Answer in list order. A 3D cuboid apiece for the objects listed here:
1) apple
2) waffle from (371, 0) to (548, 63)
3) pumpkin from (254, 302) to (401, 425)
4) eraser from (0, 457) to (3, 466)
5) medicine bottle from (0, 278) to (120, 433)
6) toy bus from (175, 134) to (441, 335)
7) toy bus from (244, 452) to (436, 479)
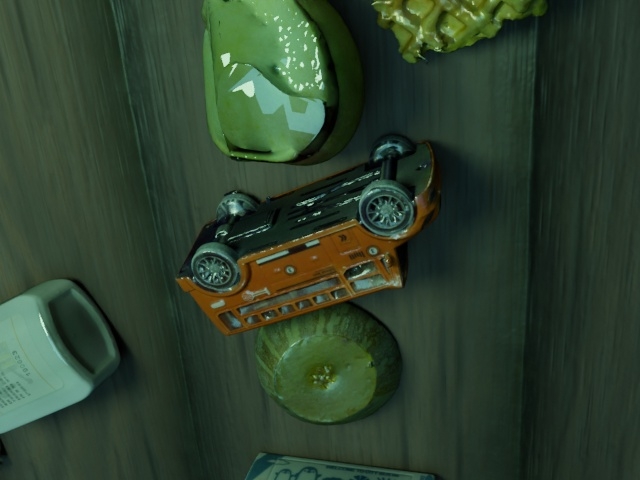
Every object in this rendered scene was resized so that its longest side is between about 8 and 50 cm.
[{"bbox_3d":[-0.044,-0.175,0.721,0.207,0.174,0.188,8,101,58],"label":"apple"},{"bbox_3d":[0.083,-0.310,0.652,0.301,0.058,0.281,18,136,17],"label":"waffle"},{"bbox_3d":[0.000,0.186,0.916,0.217,0.110,0.217,4,109,11],"label":"pumpkin"},{"bbox_3d":[-0.720,0.356,1.178,0.291,0.087,0.171,-11,113,19],"label":"eraser"},{"bbox_3d":[-0.477,0.192,1.023,0.324,0.124,0.179,-26,101,21],"label":"medicine bottle"},{"bbox_3d":[0.000,0.000,0.811,0.329,0.143,0.153,-20,118,20],"label":"toy bus"},{"bbox_3d":[0.032,0.411,1.008,0.297,0.106,0.131,2,110,14],"label":"toy bus"}]
